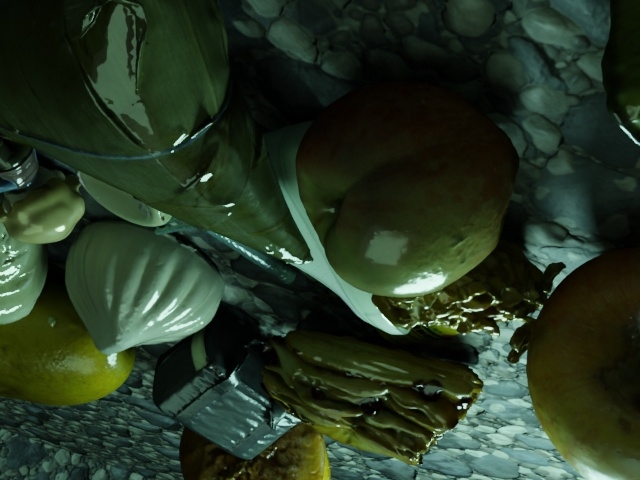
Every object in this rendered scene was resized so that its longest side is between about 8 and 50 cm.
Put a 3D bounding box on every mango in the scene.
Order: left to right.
[{"bbox_3d":[-0.515,0.173,1.636,0.445,0.220,0.301,-3,137,33],"label":"mango"}]

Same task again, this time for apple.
[{"bbox_3d":[0.388,0.154,1.019,0.299,0.298,0.275,4,176,25],"label":"apple"}]

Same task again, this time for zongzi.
[{"bbox_3d":[-0.222,-0.116,0.973,0.356,0.174,0.392,3,137,32],"label":"zongzi"}]

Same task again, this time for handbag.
[{"bbox_3d":[-0.144,0.244,1.561,0.181,0.181,0.254,-38,118,23],"label":"handbag"}]

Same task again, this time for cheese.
[{"bbox_3d":[-0.287,-0.098,1.186,0.228,0.064,0.137,26,145,15],"label":"cheese"}]

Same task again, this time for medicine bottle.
[{"bbox_3d":[0.183,0.098,1.255,0.095,0.064,0.261,30,149,-30],"label":"medicine bottle"}]

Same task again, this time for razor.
[{"bbox_3d":[-0.119,0.001,1.283,0.106,0.068,0.232,-7,149,41],"label":"razor"}]

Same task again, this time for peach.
[{"bbox_3d":[0.096,-0.056,0.904,0.233,0.232,0.232,14,151,8],"label":"peach"}]

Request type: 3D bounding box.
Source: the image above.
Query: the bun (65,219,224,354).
[{"bbox_3d":[-0.297,0.101,1.432,0.263,0.175,0.263,15,153,8],"label":"bun"}]

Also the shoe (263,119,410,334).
[{"bbox_3d":[0.000,0.000,1.129,0.160,0.131,0.363,-1,141,31],"label":"shoe"}]

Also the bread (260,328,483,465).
[{"bbox_3d":[0.078,0.240,1.387,0.325,0.166,0.277,11,173,15],"label":"bread"}]

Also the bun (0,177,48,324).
[{"bbox_3d":[-0.597,0.012,1.384,0.360,0.210,0.359,14,142,12],"label":"bun"}]

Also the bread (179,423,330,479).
[{"bbox_3d":[-0.120,0.410,1.731,0.312,0.312,0.172,6,160,21],"label":"bread"}]

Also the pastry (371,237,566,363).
[{"bbox_3d":[0.176,0.054,1.057,0.250,0.154,0.102,9,123,-28],"label":"pastry"}]

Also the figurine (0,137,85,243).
[{"bbox_3d":[-0.414,-0.079,1.259,0.108,0.114,0.196,2,140,29],"label":"figurine"}]

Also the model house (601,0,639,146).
[{"bbox_3d":[0.355,-0.142,0.657,0.234,0.174,0.193,-25,130,38],"label":"model house"}]
